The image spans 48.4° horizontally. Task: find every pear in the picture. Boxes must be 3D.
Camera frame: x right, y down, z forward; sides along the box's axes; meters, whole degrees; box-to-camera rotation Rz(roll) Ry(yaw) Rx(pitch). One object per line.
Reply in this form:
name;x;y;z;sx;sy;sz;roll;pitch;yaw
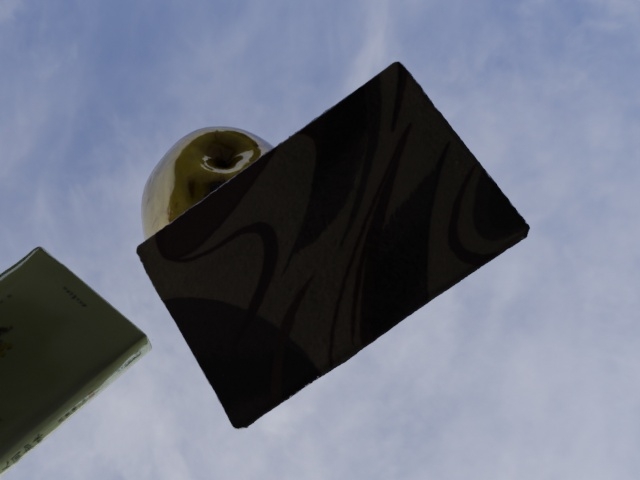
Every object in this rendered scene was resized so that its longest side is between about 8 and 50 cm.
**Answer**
pear;-0.146;-0.040;1.124;0.281;0.281;0.280;2;-98;-13

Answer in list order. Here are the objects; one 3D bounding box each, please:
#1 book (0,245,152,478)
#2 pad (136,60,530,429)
book;-0.138;0.056;0.298;0.077;0.014;0.111;35;-123;21
pad;0.000;0.000;0.676;0.330;0.004;0.220;-36;-108;4
